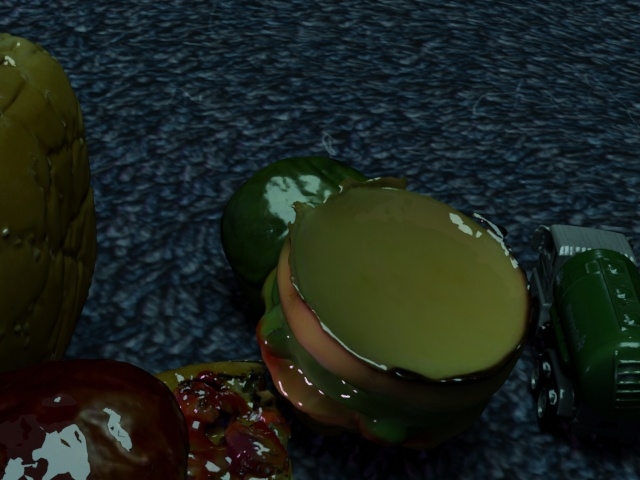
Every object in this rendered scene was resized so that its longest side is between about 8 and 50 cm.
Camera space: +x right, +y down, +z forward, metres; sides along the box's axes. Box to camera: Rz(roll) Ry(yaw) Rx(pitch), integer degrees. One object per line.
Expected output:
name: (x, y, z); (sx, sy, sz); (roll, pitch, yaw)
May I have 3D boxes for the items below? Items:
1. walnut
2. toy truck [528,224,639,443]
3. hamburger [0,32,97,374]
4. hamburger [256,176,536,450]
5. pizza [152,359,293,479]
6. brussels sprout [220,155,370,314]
walnut: (-0.208, 0.191, 1.022); (0.269, 0.222, 0.244); (-6, 1, -8)
toy truck: (0.243, 0.078, 1.422); (0.101, 0.125, 0.242); (7, 30, -6)
hamburger: (-0.270, -0.007, 1.236); (0.158, 0.319, 0.319); (1, 30, 6)
hamburger: (0.049, 0.075, 1.328); (0.237, 0.149, 0.237); (13, 45, -13)
pizza: (-0.074, 0.152, 1.259); (0.193, 0.053, 0.201); (29, 34, 28)
brussels sprout: (-0.004, -0.005, 1.469); (0.183, 0.131, 0.145); (-8, 42, -28)
